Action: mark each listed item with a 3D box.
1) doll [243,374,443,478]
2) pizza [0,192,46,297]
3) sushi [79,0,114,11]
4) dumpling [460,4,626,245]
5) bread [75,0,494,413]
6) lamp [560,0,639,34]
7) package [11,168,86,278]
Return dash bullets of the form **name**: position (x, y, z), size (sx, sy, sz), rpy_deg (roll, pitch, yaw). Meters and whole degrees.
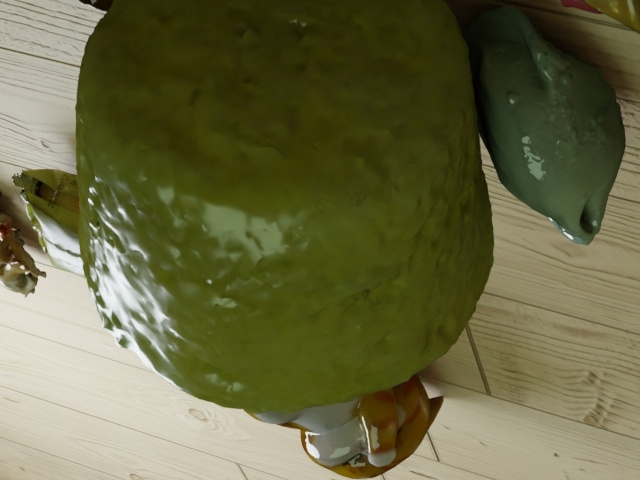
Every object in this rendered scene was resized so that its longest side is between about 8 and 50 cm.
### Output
- **doll**: position (0.014, 0.166, 2.129), size (0.167, 0.162, 0.269), rpy_deg (-26, 125, 22)
- **pizza**: position (-0.437, -0.028, 2.287), size (0.189, 0.071, 0.297), rpy_deg (11, 152, 29)
- **sushi**: position (-0.200, -0.278, 1.492), size (0.149, 0.140, 0.287), rpy_deg (-18, 145, 4)
- **dumpling**: position (0.182, -0.099, 1.525), size (0.108, 0.152, 0.219), rpy_deg (-16, 123, -2)
- **bread**: position (-0.025, -0.062, 1.514), size (0.348, 0.348, 0.307), rpy_deg (21, 148, 11)
- **lamp**: position (0.243, -0.185, 1.261), size (0.253, 0.118, 0.118), rpy_deg (21, 155, 12)
- **package**: position (-0.229, -0.004, 2.108), size (0.226, 0.090, 0.168), rpy_deg (18, 152, 11)
